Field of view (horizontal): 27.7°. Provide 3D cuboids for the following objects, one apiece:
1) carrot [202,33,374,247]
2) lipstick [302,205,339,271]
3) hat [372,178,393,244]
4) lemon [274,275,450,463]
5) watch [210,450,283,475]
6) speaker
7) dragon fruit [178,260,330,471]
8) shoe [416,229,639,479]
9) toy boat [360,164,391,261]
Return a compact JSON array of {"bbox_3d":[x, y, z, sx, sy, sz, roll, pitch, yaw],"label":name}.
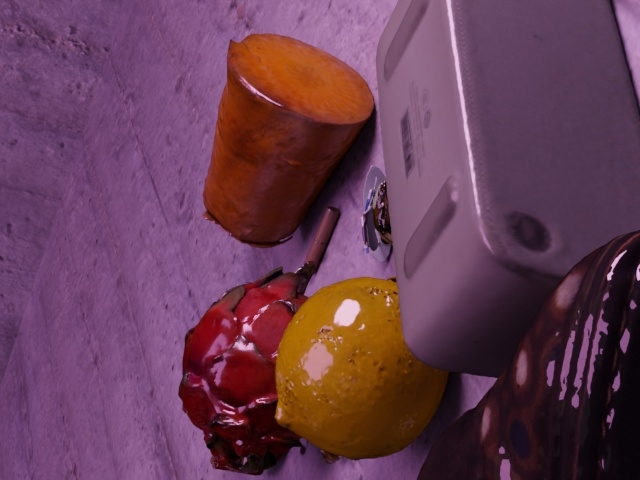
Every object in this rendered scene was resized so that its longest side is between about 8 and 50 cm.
[{"bbox_3d":[-0.064,-0.114,1.660,0.196,0.196,0.254,-104,30,-46],"label":"carrot"},{"bbox_3d":[0.000,0.000,1.660,0.094,0.019,0.019,-67,26,22],"label":"lipstick"},{"bbox_3d":[0.091,-0.029,1.398,0.059,0.076,0.077,143,131,-73],"label":"hat"},{"bbox_3d":[0.045,0.125,1.308,0.206,0.173,0.173,-55,22,-8],"label":"lemon"},{"bbox_3d":[-0.108,0.202,1.733,0.268,0.102,0.165,-122,47,-69],"label":"watch"},{"bbox_3d":[0.159,-0.085,1.151,0.184,0.183,0.406,123,150,-50],"label":"speaker"},{"bbox_3d":[-0.064,0.138,1.530,0.192,0.193,0.274,146,142,-66],"label":"dragon fruit"},{"bbox_3d":[0.185,0.167,0.966,0.237,0.171,0.384,23,108,62],"label":"shoe"},{"bbox_3d":[0.064,-0.016,1.457,0.149,0.034,0.105,-87,-10,-59],"label":"toy boat"}]
